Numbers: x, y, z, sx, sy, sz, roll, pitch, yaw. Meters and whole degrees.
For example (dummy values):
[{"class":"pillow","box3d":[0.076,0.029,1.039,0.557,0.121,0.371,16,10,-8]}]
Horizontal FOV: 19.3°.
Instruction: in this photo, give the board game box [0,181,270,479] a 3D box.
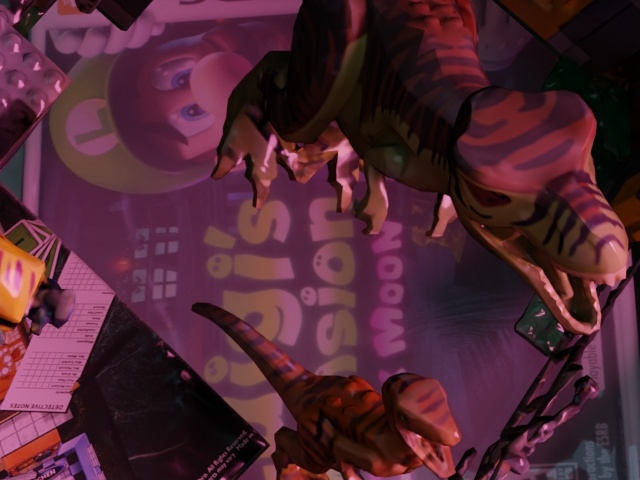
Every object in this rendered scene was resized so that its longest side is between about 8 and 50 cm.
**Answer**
[{"class":"board game box","box3d":[-0.149,0.096,0.435,0.136,0.030,0.259,46,79,-9]}]

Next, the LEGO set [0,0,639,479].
[{"class":"LEGO set","box3d":[0.015,-0.029,0.379,0.255,0.192,0.331,48,61,-4]}]

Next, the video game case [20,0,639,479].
[{"class":"video game case","box3d":[0.000,0.000,0.533,0.173,0.022,0.190,-3,68,6]}]
